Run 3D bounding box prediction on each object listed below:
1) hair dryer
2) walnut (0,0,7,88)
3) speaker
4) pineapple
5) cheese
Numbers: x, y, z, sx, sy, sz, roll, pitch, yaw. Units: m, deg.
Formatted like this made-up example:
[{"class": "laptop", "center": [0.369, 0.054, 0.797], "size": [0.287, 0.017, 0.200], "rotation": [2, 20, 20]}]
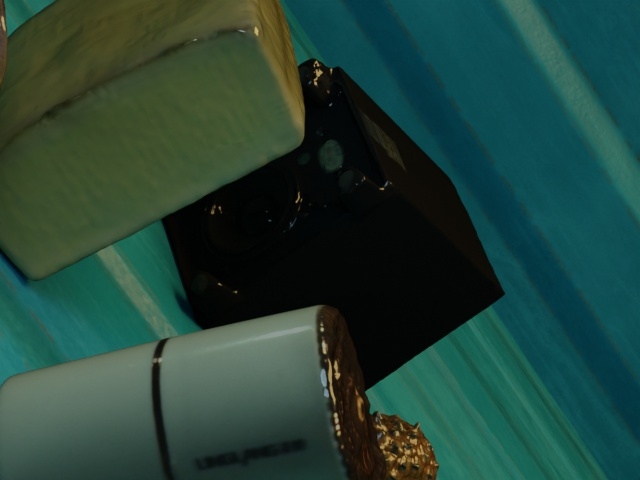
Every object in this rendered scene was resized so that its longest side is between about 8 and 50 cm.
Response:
[{"class": "hair dryer", "center": [-0.044, 0.230, 1.004], "size": [0.128, 0.203, 0.361], "rotation": [-61, 137, -78]}, {"class": "walnut", "center": [-0.284, -0.169, 1.092], "size": [0.238, 0.141, 0.204], "rotation": [56, 6, -23]}, {"class": "speaker", "center": [0.000, 0.000, 1.648], "size": [0.254, 0.232, 0.184], "rotation": [41, 19, -44]}, {"class": "pineapple", "center": [0.030, 0.196, 1.584], "size": [0.198, 0.108, 0.108], "rotation": [32, 27, -53]}, {"class": "cheese", "center": [-0.140, -0.115, 1.298], "size": [0.265, 0.243, 0.123], "rotation": [-101, 166, -62]}]
